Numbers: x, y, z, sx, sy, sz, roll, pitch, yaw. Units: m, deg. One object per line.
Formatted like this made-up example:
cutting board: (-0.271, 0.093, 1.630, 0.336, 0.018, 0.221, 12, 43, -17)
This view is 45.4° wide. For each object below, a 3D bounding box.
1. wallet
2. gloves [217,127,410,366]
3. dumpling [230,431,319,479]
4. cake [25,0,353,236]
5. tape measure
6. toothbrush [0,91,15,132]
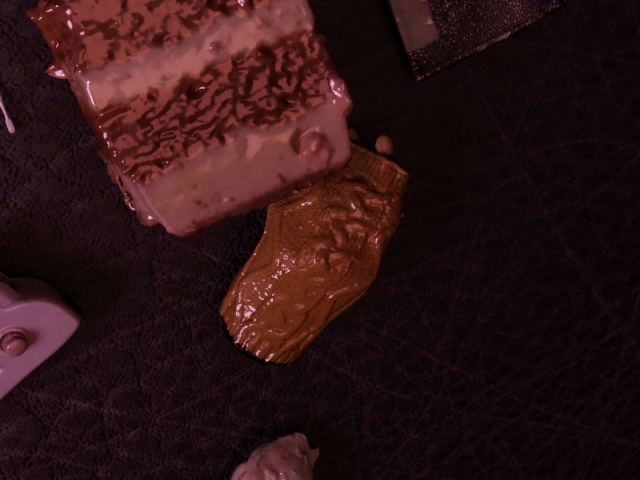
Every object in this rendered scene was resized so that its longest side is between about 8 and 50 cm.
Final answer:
wallet: (0.206, -0.374, 1.058, 0.262, 0.071, 0.221, -31, 123, -8)
gloves: (0.003, 0.011, 1.049, 0.203, 0.155, 0.356, 28, 92, -34)
dumpling: (-0.078, 0.373, 1.171, 0.199, 0.118, 0.136, -43, 124, -30)
cake: (-0.145, -0.178, 0.855, 0.282, 0.255, 0.290, -25, 113, -13)
tape measure: (-0.432, 0.114, 0.907, 0.236, 0.120, 0.197, -45, 126, -9)
toothbrush: (-0.381, -0.187, 0.884, 0.011, 0.013, 0.131, -26, 116, -25)
